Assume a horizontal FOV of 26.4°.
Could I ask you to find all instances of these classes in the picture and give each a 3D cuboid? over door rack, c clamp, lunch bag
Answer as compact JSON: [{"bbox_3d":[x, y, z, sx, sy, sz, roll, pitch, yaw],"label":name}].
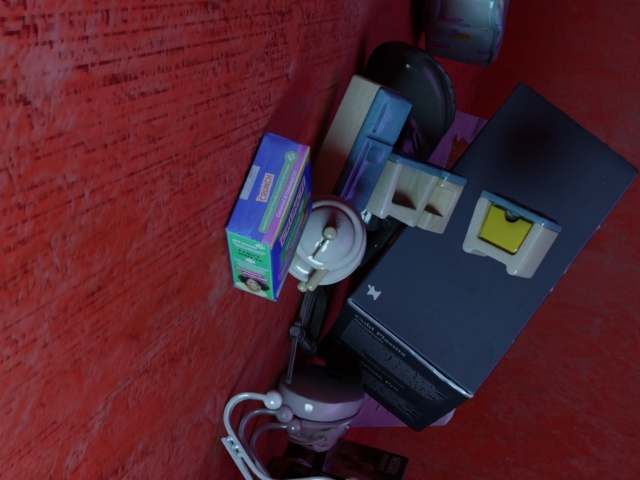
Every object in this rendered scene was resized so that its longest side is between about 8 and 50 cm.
[{"bbox_3d":[0.014,0.303,1.298,0.239,0.108,0.324,74,-6,-74],"label":"over door rack"},{"bbox_3d":[-0.016,0.096,1.542,0.161,0.022,0.137,44,58,-79],"label":"c clamp"},{"bbox_3d":[0.203,-0.358,1.777,0.279,0.108,0.224,59,44,-82],"label":"lunch bag"}]

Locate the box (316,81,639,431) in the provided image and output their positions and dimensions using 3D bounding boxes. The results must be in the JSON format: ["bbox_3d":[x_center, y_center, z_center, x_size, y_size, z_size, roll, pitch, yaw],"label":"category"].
[{"bbox_3d":[0.178,0.033,1.654,0.343,0.179,0.312,-51,175,-15],"label":"box"}]

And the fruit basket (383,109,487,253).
[{"bbox_3d":[0.168,-0.051,2.168,0.353,0.165,0.327,0,107,-65],"label":"fruit basket"}]

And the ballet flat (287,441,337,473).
[{"bbox_3d":[-0.020,0.281,1.775,0.068,0.072,0.213,50,51,-47],"label":"ballet flat"}]

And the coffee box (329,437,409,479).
[{"bbox_3d":[0.054,0.428,2.253,0.246,0.141,0.098,-46,151,-72],"label":"coffee box"}]

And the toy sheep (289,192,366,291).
[{"bbox_3d":[0.000,0.000,1.214,0.132,0.091,0.091,179,-71,-79],"label":"toy sheep"}]

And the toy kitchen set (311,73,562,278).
[{"bbox_3d":[0.124,-0.058,1.325,0.207,0.166,0.122,13,103,-53],"label":"toy kitchen set"}]

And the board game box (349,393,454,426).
[{"bbox_3d":[0.173,0.097,2.072,0.390,0.050,0.390,13,102,-59],"label":"board game box"}]

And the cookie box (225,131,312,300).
[{"bbox_3d":[-0.039,-0.017,1.066,0.107,0.040,0.091,88,21,-64],"label":"cookie box"}]

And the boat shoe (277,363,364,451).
[{"bbox_3d":[-0.006,0.199,1.575,0.267,0.096,0.088,-16,123,-87],"label":"boat shoe"}]

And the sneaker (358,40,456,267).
[{"bbox_3d":[0.069,-0.081,1.461,0.130,0.109,0.286,-60,164,-44],"label":"sneaker"}]

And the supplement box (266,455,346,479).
[{"bbox_3d":[0.002,0.387,1.614,0.129,0.194,0.191,-35,141,-76],"label":"supplement box"}]

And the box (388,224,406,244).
[{"bbox_3d":[0.090,-0.079,1.731,0.324,0.067,0.063,87,22,-70],"label":"box"}]
